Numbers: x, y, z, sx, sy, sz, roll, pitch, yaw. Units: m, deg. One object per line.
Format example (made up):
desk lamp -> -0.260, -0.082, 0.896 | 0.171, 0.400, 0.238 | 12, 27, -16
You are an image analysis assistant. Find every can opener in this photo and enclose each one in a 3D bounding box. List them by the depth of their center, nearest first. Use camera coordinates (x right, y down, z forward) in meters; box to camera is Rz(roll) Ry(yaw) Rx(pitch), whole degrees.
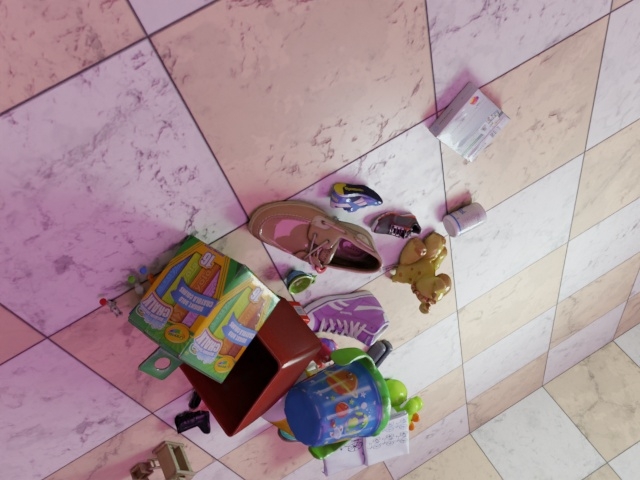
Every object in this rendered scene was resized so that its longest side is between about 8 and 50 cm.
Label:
can opener -> 0.166, 0.472, 2.106 | 0.076, 0.095, 0.283 | 5, 129, -42

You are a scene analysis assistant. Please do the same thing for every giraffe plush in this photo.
giraffe plush -> 0.305, 0.105, 1.739 | 0.210, 0.170, 0.181 | -29, 144, -9

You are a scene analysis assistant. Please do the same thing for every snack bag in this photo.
snack bag -> 0.160, 0.750, 2.211 | 0.343, 0.037, 0.323 | -14, 136, -6

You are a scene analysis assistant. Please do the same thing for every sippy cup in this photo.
sippy cup -> 0.033, 0.448, 1.648 | 0.224, 0.305, 0.240 | -9, 176, -38

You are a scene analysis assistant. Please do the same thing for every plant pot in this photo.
plant pot -> -0.160, 0.276, 1.516 | 0.236, 0.267, 0.267 | -6, 137, -53

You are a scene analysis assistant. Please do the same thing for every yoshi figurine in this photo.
yoshi figurine -> 0.235, 0.660, 2.356 | 0.203, 0.203, 0.362 | 41, 123, -13

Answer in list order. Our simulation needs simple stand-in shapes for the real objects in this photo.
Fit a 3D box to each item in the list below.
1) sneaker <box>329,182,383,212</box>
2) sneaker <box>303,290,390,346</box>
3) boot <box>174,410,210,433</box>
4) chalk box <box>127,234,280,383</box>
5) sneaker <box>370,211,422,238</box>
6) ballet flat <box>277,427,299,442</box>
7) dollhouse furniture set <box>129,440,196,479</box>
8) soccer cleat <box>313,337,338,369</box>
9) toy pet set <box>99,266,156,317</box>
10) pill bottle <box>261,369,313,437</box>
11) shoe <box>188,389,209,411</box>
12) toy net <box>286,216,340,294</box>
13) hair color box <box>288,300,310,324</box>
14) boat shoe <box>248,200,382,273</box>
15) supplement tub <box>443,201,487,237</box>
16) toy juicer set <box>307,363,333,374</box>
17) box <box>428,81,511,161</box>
sneaker -> 0.083, -0.098, 1.440 | 0.144, 0.053, 0.059 | 6, 127, -31
sneaker -> 0.070, 0.238, 1.716 | 0.282, 0.161, 0.102 | -12, 140, -26
boot -> -0.381, 0.550, 1.807 | 0.099, 0.045, 0.121 | -17, 133, -26
chalk box -> -0.260, 0.171, 1.279 | 0.289, 0.179, 0.180 | -56, 146, -12
sneaker -> 0.206, -0.035, 1.594 | 0.158, 0.065, 0.061 | -8, 136, -32
ballet flat -> -0.018, 0.659, 2.173 | 0.316, 0.107, 0.106 | -12, 151, -28
dollhouse furniture set -> -0.465, 0.735, 1.833 | 0.161, 0.182, 0.101 | -41, 144, 8
soccer cleat -> 0.016, 0.318, 1.795 | 0.095, 0.083, 0.248 | -43, 168, -20
toy pet set -> -0.398, 0.126, 1.325 | 0.122, 0.065, 0.114 | -37, 109, -3
pill bottle -> -0.082, 0.476, 1.814 | 0.188, 0.188, 0.334 | -39, 131, 6
shoe -> -0.301, 0.425, 1.713 | 0.081, 0.063, 0.178 | 9, 130, -50
toy net -> 0.002, 0.044, 1.538 | 0.122, 0.045, 0.232 | 9, 125, -43
hair color box -> -0.094, 0.241, 1.662 | 0.043, 0.072, 0.141 | 10, 124, -45
boat shoe -> 0.000, 0.000, 1.396 | 0.341, 0.110, 0.121 | 12, 119, -30
supplement tub -> 0.410, -0.058, 1.724 | 0.107, 0.071, 0.071 | -26, 143, -14
toy juicer set -> 0.006, 0.497, 2.038 | 0.209, 0.089, 0.329 | 1, 123, -12
box -> 0.363, -0.281, 1.464 | 0.186, 0.038, 0.145 | 18, 119, -49
